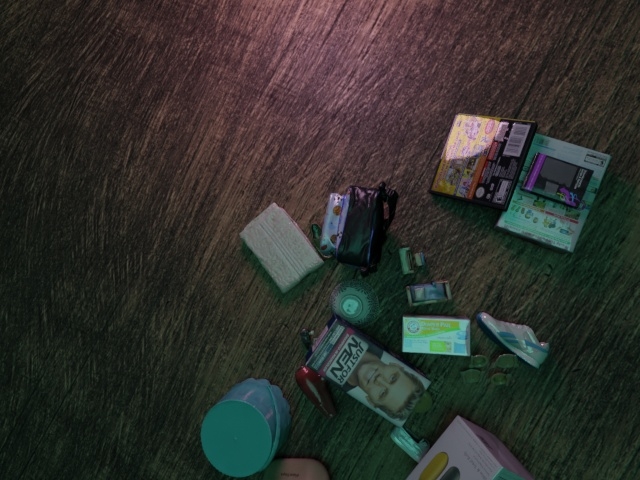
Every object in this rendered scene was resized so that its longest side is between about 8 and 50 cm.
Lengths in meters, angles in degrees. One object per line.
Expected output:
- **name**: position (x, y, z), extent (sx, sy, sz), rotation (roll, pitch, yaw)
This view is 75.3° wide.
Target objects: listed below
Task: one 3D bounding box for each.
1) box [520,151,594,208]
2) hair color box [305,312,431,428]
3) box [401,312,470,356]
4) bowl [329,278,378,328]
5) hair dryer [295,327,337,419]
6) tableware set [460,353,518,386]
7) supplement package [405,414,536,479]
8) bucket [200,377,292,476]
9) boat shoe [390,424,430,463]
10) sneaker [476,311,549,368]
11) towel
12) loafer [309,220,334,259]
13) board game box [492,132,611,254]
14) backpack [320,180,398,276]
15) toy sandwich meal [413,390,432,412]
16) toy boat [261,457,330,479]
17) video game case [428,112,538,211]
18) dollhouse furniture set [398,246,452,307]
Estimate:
- **box**: position (0.682, -0.173, 1.199), extent (0.162, 0.029, 0.116), rotation (23, 92, 13)
- **hair color box**: position (0.142, 0.396, 1.281), extent (0.347, 0.105, 0.173), rotation (33, 89, -2)
- **box**: position (0.357, 0.291, 1.300), extent (0.203, 0.103, 0.114), rotation (0, 87, 12)
- **bowl**: position (0.105, 0.215, 1.370), extent (0.170, 0.080, 0.170), rotation (-1, 88, 13)
- **hair dryer**: position (0.017, 0.437, 1.358), extent (0.224, 0.080, 0.293), rotation (0, 89, 28)
- **tableware set**: position (0.517, 0.396, 1.269), extent (0.169, 0.020, 0.141), rotation (0, 124, 6)
- **supplement package**: position (0.426, 0.694, 1.180), extent (0.198, 0.199, 0.262), rotation (34, 95, -24)
- **bucket**: position (-0.242, 0.616, 1.369), extent (0.281, 0.183, 0.281), rotation (0, 89, 12)
- **boat shoe**: position (0.312, 0.654, 1.317), extent (0.184, 0.066, 0.063), rotation (36, 96, 21)
- **sneaker**: position (0.584, 0.288, 1.269), extent (0.229, 0.087, 0.092), rotation (37, 84, 6)
- **towel**: position (-0.139, 0.024, 1.449), extent (0.187, 0.049, 0.282), rotation (-39, 81, 9)
- **loafer**: position (0.000, 0.000, 1.418), extent (0.056, 0.050, 0.148), rotation (-32, 81, 9)
- **board game box**: position (0.693, -0.139, 1.257), extent (0.224, 0.097, 0.303), rotation (22, 90, 13)
- **backpack**: position (0.116, -0.025, 1.289), extent (0.213, 0.263, 0.276), rotation (13, 83, 19)
- **toy sandwich meal**: position (0.318, 0.513, 1.337), extent (0.086, 0.029, 0.085), rotation (0, 90, 10)
- **toy boat**: position (-0.076, 0.821, 1.363), extent (0.231, 0.151, 0.151), rotation (-5, 116, 12)
- **video game case**: position (0.498, -0.250, 1.289), extent (0.248, 0.035, 0.274), rotation (20, 92, 35)
- **dollhouse furniture set**: position (0.326, 0.106, 1.303), extent (0.130, 0.129, 0.183), rotation (-11, 85, 11)
